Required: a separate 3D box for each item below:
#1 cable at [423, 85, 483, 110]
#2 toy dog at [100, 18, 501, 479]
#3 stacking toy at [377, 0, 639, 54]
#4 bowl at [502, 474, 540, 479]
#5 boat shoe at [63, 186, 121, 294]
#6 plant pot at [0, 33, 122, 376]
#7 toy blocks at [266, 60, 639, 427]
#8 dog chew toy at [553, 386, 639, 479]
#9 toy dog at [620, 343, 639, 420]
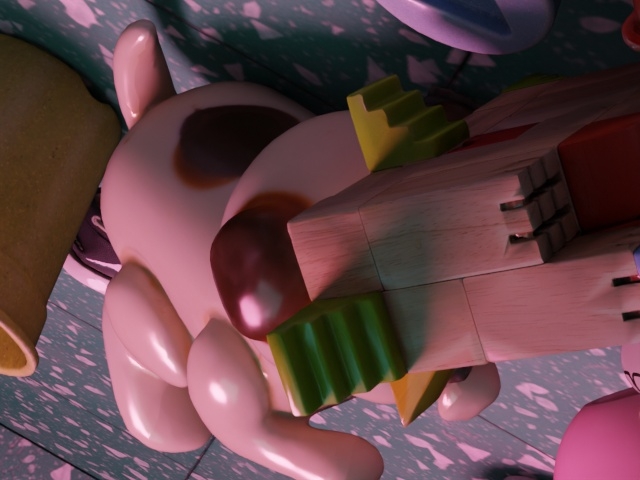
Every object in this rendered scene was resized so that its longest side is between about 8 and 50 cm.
[{"bbox_3d":[0.208,-0.034,1.212,0.287,0.072,0.139,36,175,18],"label":"cable"},{"bbox_3d":[0.000,0.000,1.238,0.408,0.284,0.395,6,113,67],"label":"toy dog"},{"bbox_3d":[0.106,-0.197,0.839,0.309,0.130,0.279,6,149,45],"label":"stacking toy"},{"bbox_3d":[0.253,0.371,1.909,0.298,0.134,0.298,25,157,11],"label":"bowl"},{"bbox_3d":[-0.120,0.037,1.682,0.302,0.114,0.091,19,120,-8],"label":"boat shoe"},{"bbox_3d":[-0.329,-0.050,1.546,0.276,0.254,0.276,25,158,10],"label":"plant pot"},{"bbox_3d":[0.171,-0.030,0.920,0.261,0.381,0.190,-11,103,34],"label":"toy blocks"},{"bbox_3d":[0.326,0.284,1.377,0.206,0.206,0.332,-27,78,65],"label":"dog chew toy"},{"bbox_3d":[0.366,0.172,1.199,0.334,0.161,0.220,18,172,6],"label":"toy dog"}]
